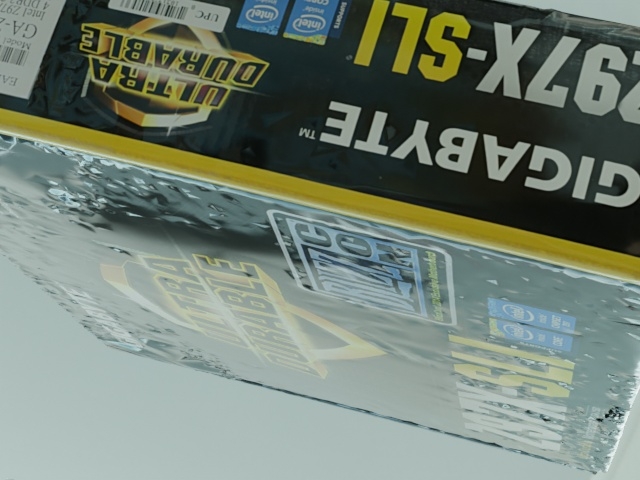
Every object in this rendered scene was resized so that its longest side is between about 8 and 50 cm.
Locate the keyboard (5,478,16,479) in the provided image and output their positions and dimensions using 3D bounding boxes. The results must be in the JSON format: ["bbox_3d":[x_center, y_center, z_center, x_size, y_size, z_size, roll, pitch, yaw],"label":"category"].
[{"bbox_3d":[-0.099,0.219,0.783,0.072,0.014,0.256,-36,-63,24],"label":"keyboard"}]

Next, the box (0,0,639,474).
[{"bbox_3d":[0.000,0.000,0.527,0.257,0.322,0.079,12,-106,11],"label":"box"}]
